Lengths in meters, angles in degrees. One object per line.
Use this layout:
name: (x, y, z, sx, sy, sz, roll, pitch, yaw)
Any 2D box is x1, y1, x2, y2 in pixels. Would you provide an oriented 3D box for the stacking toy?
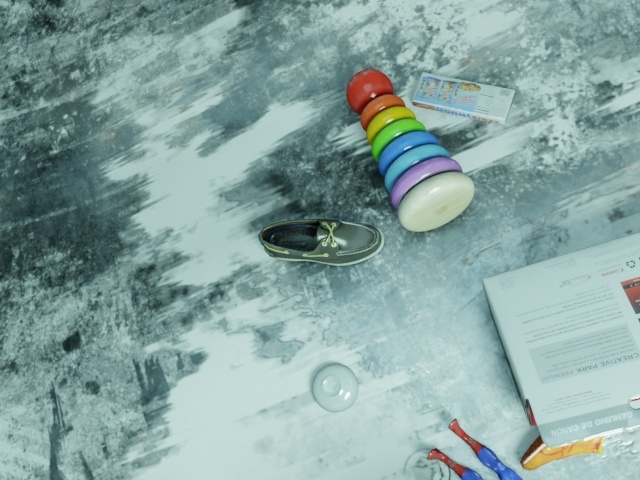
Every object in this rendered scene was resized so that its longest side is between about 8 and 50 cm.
stacking toy: (0.143, -0.184, 1.142, 0.141, 0.141, 0.330, -27, 63, 7)

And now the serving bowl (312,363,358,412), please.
serving bowl: (0.023, 0.252, 1.089, 0.083, 0.027, 0.084, -5, 71, 15)

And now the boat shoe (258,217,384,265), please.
boat shoe: (0.000, 0.000, 1.152, 0.227, 0.069, 0.081, -3, 73, 16)

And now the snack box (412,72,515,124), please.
snack box: (0.265, -0.266, 1.182, 0.178, 0.022, 0.064, 17, 80, 20)

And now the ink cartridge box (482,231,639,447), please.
ink cartridge box: (0.426, 0.150, 0.911, 0.309, 0.130, 0.272, -17, 52, 11)

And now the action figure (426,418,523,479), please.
action figure: (0.283, 0.377, 0.911, 0.280, 0.139, 0.091, 35, 88, 24)

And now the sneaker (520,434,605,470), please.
sneaker: (0.381, 0.301, 0.951, 0.175, 0.064, 0.067, -34, 76, 7)
